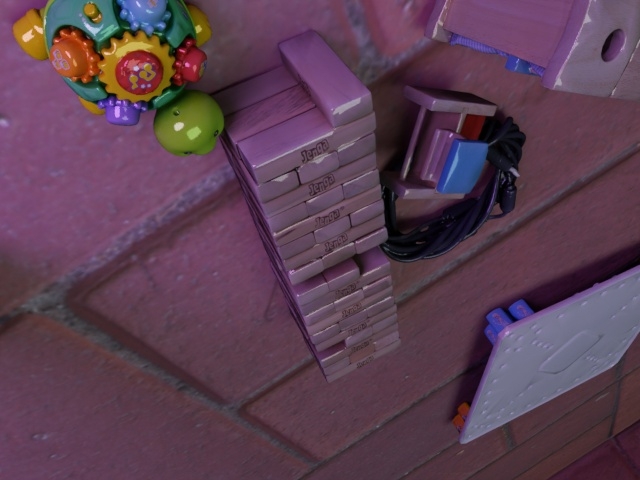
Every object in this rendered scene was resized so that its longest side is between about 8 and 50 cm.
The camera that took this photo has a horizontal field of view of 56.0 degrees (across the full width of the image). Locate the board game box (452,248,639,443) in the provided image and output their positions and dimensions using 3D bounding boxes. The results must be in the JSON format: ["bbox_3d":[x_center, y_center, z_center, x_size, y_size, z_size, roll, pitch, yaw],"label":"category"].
[{"bbox_3d":[0.425,0.181,1.062,0.390,0.050,0.390,-21,141,-16],"label":"board game box"}]

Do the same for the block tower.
[{"bbox_3d":[0.000,0.000,0.517,0.097,0.091,0.335,-26,142,-10],"label":"block tower"}]

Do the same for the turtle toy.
[{"bbox_3d":[-0.103,-0.101,0.350,0.095,0.066,0.130,-35,143,3],"label":"turtle toy"}]

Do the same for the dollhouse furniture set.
[{"bbox_3d":[0.154,-0.102,0.456,0.129,0.129,0.184,-3,122,-33],"label":"dollhouse furniture set"}]

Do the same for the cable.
[{"bbox_3d":[0.128,-0.048,0.592,0.184,0.047,0.151,-15,139,-22],"label":"cable"}]
